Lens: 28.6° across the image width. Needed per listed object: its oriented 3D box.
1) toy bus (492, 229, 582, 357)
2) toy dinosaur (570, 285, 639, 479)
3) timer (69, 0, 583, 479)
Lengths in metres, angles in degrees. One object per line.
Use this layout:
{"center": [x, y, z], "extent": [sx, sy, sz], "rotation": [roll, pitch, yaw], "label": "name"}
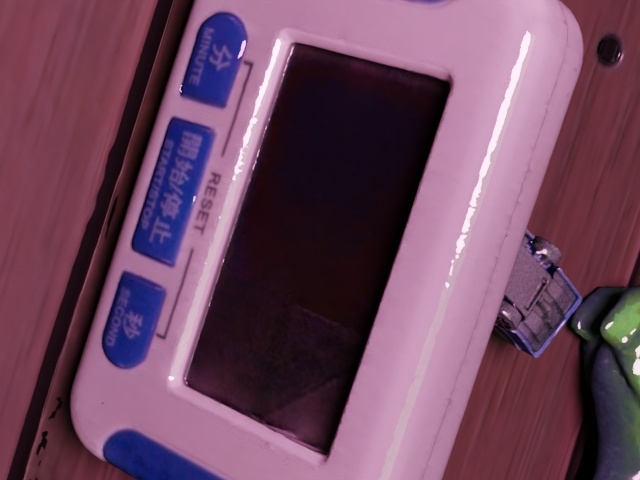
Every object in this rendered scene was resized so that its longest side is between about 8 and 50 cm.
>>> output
{"center": [0.075, -0.001, 0.645], "extent": [0.153, 0.061, 0.051], "rotation": [44, 78, -31], "label": "toy bus"}
{"center": [0.067, 0.249, 0.680], "extent": [0.500, 0.144, 0.374], "rotation": [-16, 96, -18], "label": "toy dinosaur"}
{"center": [0.000, 0.000, 0.542], "extent": [0.078, 0.178, 0.253], "rotation": [14, 96, -56], "label": "timer"}
